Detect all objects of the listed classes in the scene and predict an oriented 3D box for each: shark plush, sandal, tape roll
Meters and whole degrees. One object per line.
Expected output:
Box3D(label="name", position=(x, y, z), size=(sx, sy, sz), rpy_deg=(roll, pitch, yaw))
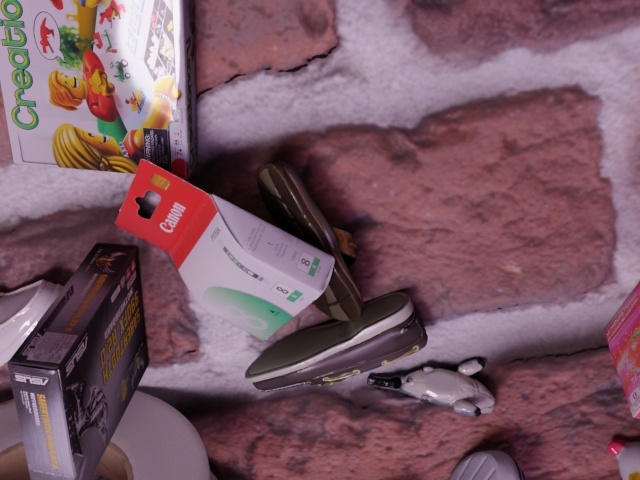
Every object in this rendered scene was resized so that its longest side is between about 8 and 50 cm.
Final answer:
Box3D(label="shark plush", position=(0.140, 0.197, 0.981), size=(0.161, 0.073, 0.067), rpy_deg=(-3, 150, 2))
Box3D(label="sandal", position=(0.000, 0.000, 0.872), size=(0.090, 0.060, 0.219), rpy_deg=(2, 126, 51))
Box3D(label="tape roll", position=(-0.314, 0.320, 0.898), size=(0.391, 0.392, 0.072), rpy_deg=(1, 120, 5))

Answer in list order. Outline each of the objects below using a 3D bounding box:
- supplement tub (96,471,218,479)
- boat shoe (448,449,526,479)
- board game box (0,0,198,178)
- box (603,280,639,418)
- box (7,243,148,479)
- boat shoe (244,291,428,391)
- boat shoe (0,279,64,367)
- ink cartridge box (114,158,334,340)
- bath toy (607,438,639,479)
Box3D(label="supplement tub", position=(-0.266, 0.454, 1.086), size=(0.193, 0.194, 0.316), rpy_deg=(25, 119, -9))
Box3D(label="boat shoe", position=(0.230, 0.400, 1.067), size=(0.119, 0.121, 0.335), rpy_deg=(6, 132, -7))
Box3D(label="board game box", position=(-0.224, -0.214, 0.771), size=(0.192, 0.053, 0.306), rpy_deg=(5, 121, 3))
Box3D(label="box", position=(0.447, 0.055, 0.811), size=(0.142, 0.154, 0.300), rpy_deg=(20, 121, -6))
Box3D(label="box", position=(-0.262, 0.140, 0.879), size=(0.056, 0.231, 0.183), rpy_deg=(5, 120, 6))
Box3D(label="boat shoe", position=(0.018, 0.140, 0.939), size=(0.227, 0.081, 0.069), rpy_deg=(-24, 111, 15))
Box3D(label="boat shoe", position=(-0.432, 0.110, 0.955), size=(0.277, 0.098, 0.096), rpy_deg=(-29, 115, 21))
Box3D(label="ink cartridge box", position=(-0.120, 0.019, 0.853), size=(0.224, 0.056, 0.181), rpy_deg=(26, 150, -12))
Box3D(label="bath toy", position=(0.374, 0.401, 1.037), size=(0.129, 0.151, 0.348), rpy_deg=(31, 116, 13))
